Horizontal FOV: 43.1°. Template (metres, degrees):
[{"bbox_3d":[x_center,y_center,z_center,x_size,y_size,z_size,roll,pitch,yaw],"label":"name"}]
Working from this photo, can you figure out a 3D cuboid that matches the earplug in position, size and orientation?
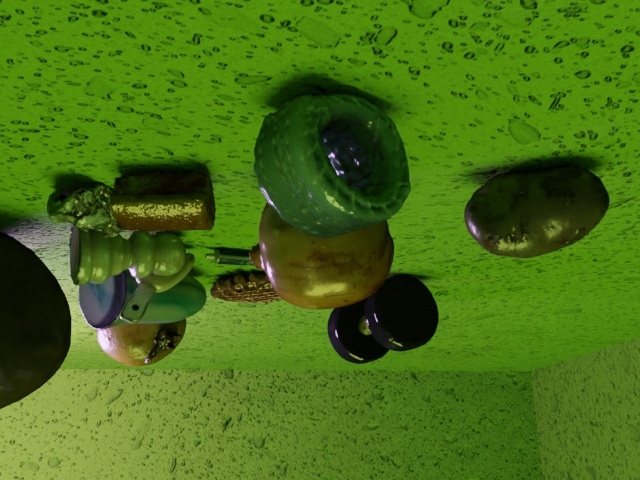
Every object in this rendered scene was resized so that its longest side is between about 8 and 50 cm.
[{"bbox_3d":[-0.413,0.132,2.019,0.185,0.185,0.324,-16,165,37],"label":"earplug"}]

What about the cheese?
[{"bbox_3d":[-0.380,0.096,1.825,0.127,0.235,0.049,23,137,-3],"label":"cheese"}]

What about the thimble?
[{"bbox_3d":[0.013,-0.118,1.210,0.143,0.198,0.235,-17,128,45],"label":"thimble"}]

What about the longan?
[{"bbox_3d":[-0.758,0.164,1.692,0.436,0.403,0.404,-4,164,28],"label":"longan"}]

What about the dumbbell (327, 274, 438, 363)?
[{"bbox_3d":[0.172,0.231,2.306,0.204,0.203,0.322,6,161,-24],"label":"dumbbell"}]

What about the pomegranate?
[{"bbox_3d":[0.000,0.000,1.473,0.264,0.264,0.264,-2,162,-1],"label":"pomegranate"}]

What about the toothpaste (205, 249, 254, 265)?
[{"bbox_3d":[-0.185,0.043,1.953,0.197,0.034,0.057,5,170,-28],"label":"toothpaste"}]

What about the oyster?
[{"bbox_3d":[-0.435,-0.056,1.574,0.199,0.087,0.252,6,173,-23],"label":"oyster"}]

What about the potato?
[{"bbox_3d":[0.400,-0.051,1.502,0.262,0.165,0.165,-6,162,9],"label":"potato"}]

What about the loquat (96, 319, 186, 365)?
[{"bbox_3d":[-0.482,0.236,2.209,0.244,0.243,0.244,-2,162,-1],"label":"loquat"}]

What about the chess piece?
[{"bbox_3d":[-0.411,0.031,1.754,0.243,0.133,0.133,1,163,-27],"label":"chess piece"}]

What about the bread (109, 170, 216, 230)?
[{"bbox_3d":[-0.281,-0.070,1.465,0.172,0.103,0.132,-2,157,1],"label":"bread"}]

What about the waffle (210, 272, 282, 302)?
[{"bbox_3d":[-0.182,0.133,2.202,0.234,0.055,0.221,10,158,-32],"label":"waffle"}]
